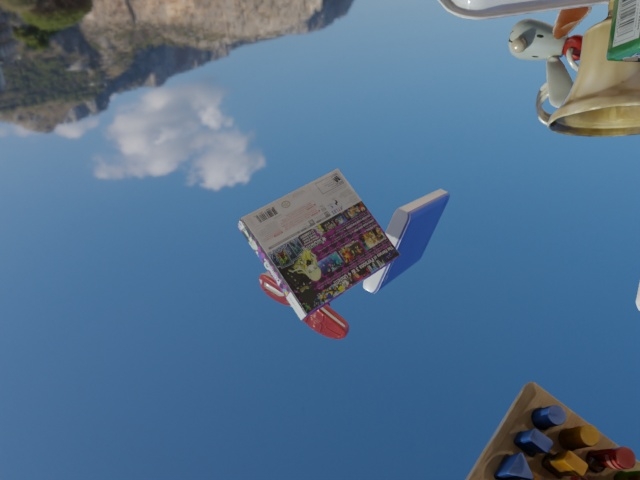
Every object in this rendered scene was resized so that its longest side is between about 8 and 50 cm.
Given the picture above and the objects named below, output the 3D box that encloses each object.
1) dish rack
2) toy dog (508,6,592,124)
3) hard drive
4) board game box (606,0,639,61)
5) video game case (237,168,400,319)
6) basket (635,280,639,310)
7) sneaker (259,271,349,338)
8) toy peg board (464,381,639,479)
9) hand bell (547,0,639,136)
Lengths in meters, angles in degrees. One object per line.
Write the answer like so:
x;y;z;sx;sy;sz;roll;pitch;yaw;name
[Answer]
0.330;-0.460;1.028;0.333;0.072;0.285;-10;-135;-7;dish rack
0.456;-0.291;1.048;0.334;0.220;0.161;0;-158;45;toy dog
0.217;-0.007;1.554;0.040;0.210;0.319;30;-157;18;hard drive
0.300;-0.263;0.377;0.213;0.317;0.046;4;-174;-3;board game box
0.000;0.000;1.167;0.232;0.042;0.210;-31;-101;-29;video game case
0.318;0.001;0.459;0.113;0.103;0.167;7;-111;48;basket
-0.008;0.102;1.340;0.221;0.087;0.128;36;-124;13;sneaker
0.243;0.243;0.618;0.161;0.079;0.161;38;-113;8;toy peg board
0.260;-0.220;0.547;0.126;0.242;0.126;0;178;0;hand bell
